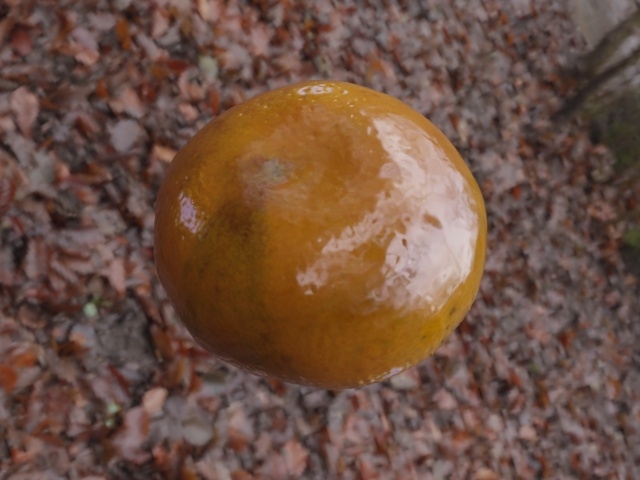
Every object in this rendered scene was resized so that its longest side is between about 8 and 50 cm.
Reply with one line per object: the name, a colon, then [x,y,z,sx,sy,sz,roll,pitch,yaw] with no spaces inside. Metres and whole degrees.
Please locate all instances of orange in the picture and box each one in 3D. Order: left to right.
orange: [0.000,0.000,0.786,0.171,0.240,0.240,77,14,-52]
